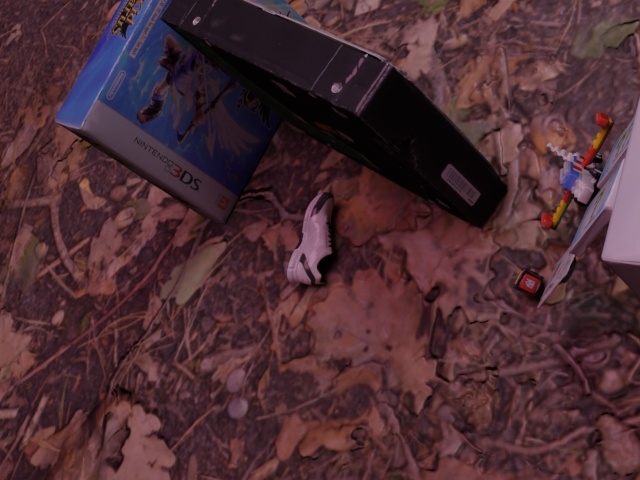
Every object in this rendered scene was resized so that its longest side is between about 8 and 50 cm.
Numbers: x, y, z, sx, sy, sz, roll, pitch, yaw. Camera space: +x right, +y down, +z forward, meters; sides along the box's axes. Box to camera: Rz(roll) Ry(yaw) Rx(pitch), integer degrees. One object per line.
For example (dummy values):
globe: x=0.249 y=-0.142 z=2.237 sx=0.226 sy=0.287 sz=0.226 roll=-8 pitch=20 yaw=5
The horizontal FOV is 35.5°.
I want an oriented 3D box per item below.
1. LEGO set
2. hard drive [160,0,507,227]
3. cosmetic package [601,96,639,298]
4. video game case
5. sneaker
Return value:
LEGO set: x=0.213 y=-0.046 z=0.843 sx=0.060 sy=0.244 sz=0.182 roll=27 pitch=64 yaw=6
hard drive: x=0.010 y=-0.147 z=1.024 sx=0.339 sy=0.237 sz=0.064 roll=32 pitch=87 yaw=45
cosmetic package: x=0.327 y=-0.040 z=0.723 sx=0.138 sy=0.224 sz=0.224 roll=5 pitch=69 yaw=39
video game case: x=-0.140 y=-0.190 z=1.159 sx=0.061 sy=0.244 sz=0.270 roll=21 pitch=81 yaw=42
sneaker: x=0.000 y=0.000 z=1.093 sx=0.043 sy=0.040 sz=0.109 roll=11 pitch=76 yaw=24
